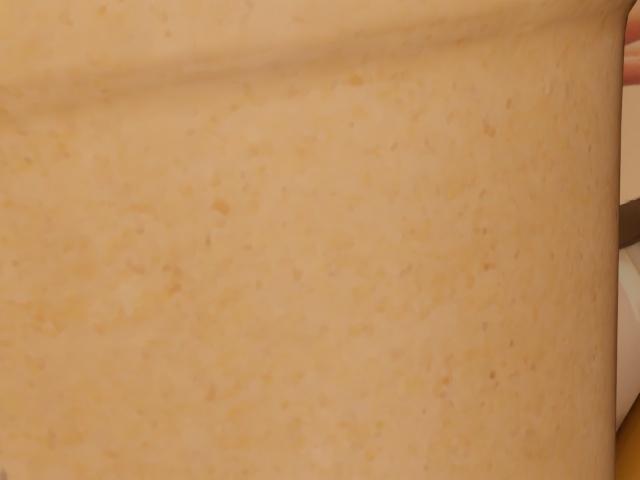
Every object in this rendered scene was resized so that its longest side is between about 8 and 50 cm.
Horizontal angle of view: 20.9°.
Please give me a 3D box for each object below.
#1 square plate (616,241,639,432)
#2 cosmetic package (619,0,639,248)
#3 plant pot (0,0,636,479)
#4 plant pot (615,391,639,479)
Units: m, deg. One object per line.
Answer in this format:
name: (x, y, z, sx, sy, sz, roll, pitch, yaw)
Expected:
square plate: (0.000, 0.000, 0.745, 0.347, 0.049, 0.344, -26, 82, -33)
cosmetic package: (0.050, -0.130, 0.720, 0.153, 0.129, 0.296, -21, 80, -34)
plant pot: (-0.039, 0.038, 0.513, 0.333, 0.334, 0.306, -14, 99, -32)
plant pot: (0.200, 0.112, 0.628, 0.254, 0.239, 0.254, 6, 30, -4)
